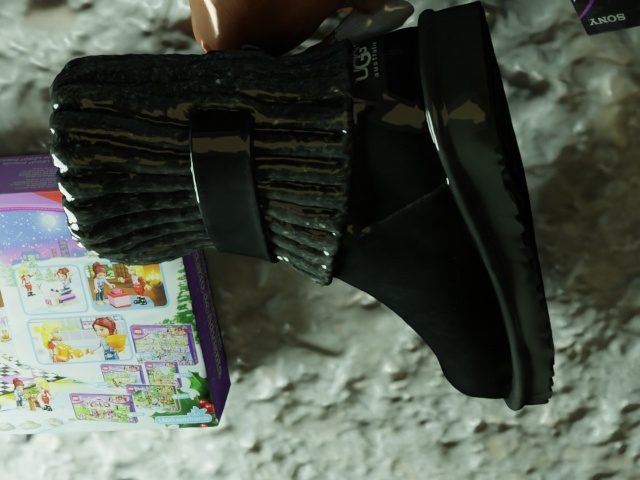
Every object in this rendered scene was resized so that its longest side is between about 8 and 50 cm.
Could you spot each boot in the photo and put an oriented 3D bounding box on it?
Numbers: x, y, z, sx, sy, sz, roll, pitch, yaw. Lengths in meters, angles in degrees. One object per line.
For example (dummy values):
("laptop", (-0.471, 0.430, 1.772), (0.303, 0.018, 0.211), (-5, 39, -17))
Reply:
("boot", (0.000, -0.004, 1.091), (0.260, 0.131, 0.348), (-10, 137, 10))

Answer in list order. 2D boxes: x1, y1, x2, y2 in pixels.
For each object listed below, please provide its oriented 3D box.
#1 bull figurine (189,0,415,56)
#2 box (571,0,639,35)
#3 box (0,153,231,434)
("bull figurine", (-0.027, -0.239, 1.005), (0.188, 0.101, 0.310), (-5, 125, 10))
("box", (0.175, -0.198, 1.019), (0.116, 0.029, 0.162), (-6, 126, 43))
("box", (-0.223, 0.041, 1.233), (0.293, 0.057, 0.201), (-3, 121, 10))
